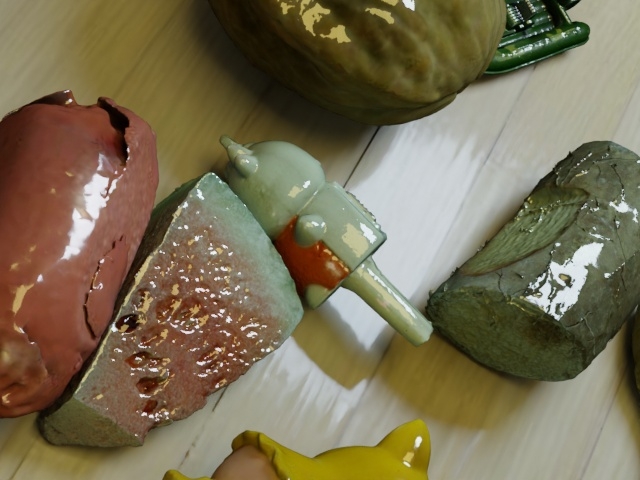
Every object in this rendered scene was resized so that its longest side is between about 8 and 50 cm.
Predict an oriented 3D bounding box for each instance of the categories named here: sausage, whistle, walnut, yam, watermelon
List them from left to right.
[{"bbox_3d":[-0.221,0.007,1.152,0.152,0.152,0.280,26,58,-14],"label":"sausage"},{"bbox_3d":[-0.132,0.079,1.215,0.154,0.094,0.241,49,57,-11],"label":"watermelon"},{"bbox_3d":[0.001,-0.001,1.295,0.253,0.106,0.102,43,34,3],"label":"whistle"},{"bbox_3d":[0.033,-0.227,1.335,0.283,0.227,0.283,19,52,-27],"label":"walnut"},{"bbox_3d":[0.225,0.027,1.370,0.154,0.154,0.254,48,53,0],"label":"yam"}]

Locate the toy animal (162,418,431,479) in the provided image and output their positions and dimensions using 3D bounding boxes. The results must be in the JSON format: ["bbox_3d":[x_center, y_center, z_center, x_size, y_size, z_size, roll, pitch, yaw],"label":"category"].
[{"bbox_3d":[-0.011,0.220,1.171,0.229,0.156,0.156,1,68,-22],"label":"toy animal"}]

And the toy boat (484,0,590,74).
[{"bbox_3d":[0.189,-0.224,1.514,0.210,0.052,0.104,-21,81,-32],"label":"toy boat"}]

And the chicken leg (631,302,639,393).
[{"bbox_3d":[0.353,0.142,1.414,0.103,0.088,0.228,16,58,-34],"label":"chicken leg"}]
